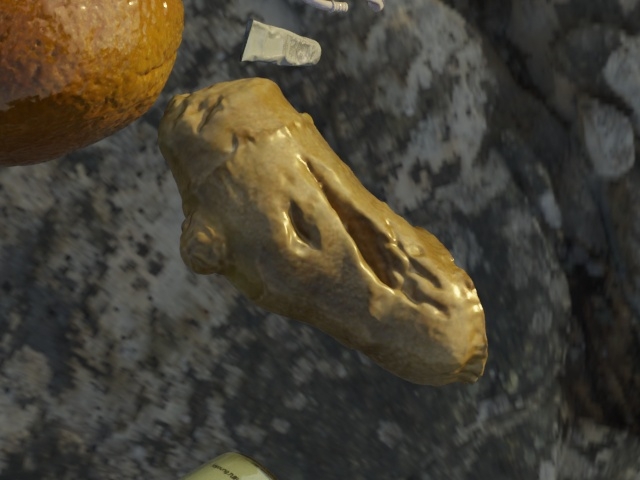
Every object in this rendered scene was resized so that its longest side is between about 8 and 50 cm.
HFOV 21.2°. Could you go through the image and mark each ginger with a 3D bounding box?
[{"bbox_3d":[0.000,0.000,1.448,0.354,0.126,0.190,37,53,4],"label":"ginger"}]

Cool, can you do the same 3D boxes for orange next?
[{"bbox_3d":[-0.334,-0.242,1.940,0.357,0.322,0.322,-5,75,-23],"label":"orange"}]

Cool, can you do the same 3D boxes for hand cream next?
[{"bbox_3d":[-0.029,-0.133,1.177,0.019,0.093,0.030,18,97,32],"label":"hand cream"}]

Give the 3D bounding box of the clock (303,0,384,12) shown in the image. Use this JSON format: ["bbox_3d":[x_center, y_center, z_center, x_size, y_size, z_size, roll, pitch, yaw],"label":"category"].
[{"bbox_3d":[0.029,-0.179,1.021,0.041,0.129,0.087,51,126,44],"label":"clock"}]

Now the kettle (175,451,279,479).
[{"bbox_3d":[-0.124,0.346,1.747,0.255,0.165,0.240,-31,32,-31],"label":"kettle"}]
